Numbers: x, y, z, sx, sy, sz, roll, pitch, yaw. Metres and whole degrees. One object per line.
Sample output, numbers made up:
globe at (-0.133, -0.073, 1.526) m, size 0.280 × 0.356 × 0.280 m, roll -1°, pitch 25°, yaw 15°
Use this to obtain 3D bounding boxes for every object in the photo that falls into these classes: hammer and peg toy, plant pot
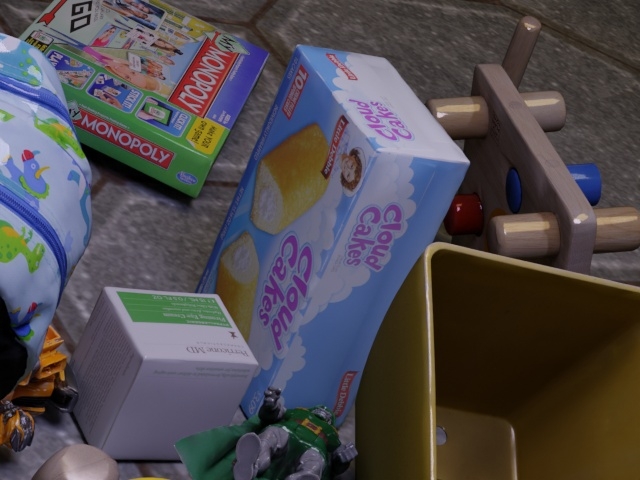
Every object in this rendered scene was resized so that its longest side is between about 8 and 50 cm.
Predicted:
hammer and peg toy at (0.150, -0.019, 1.687) m, size 0.127 × 0.266 × 0.361 m, roll -5°, pitch 36°, yaw -14°
plant pot at (0.129, 0.152, 1.402) m, size 0.212 × 0.187 × 0.212 m, roll 12°, pitch 60°, yaw -21°

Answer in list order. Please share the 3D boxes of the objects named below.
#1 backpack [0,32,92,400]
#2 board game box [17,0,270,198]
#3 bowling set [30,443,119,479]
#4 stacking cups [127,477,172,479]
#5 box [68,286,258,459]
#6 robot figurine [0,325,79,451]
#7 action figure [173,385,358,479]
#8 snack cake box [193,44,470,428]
backpack at (-0.321, -0.026, 1.197) m, size 0.356 × 0.290 × 0.273 m, roll 21°, pitch 52°, yaw 15°
board game box at (-0.176, -0.161, 1.877) m, size 0.213 × 0.046 × 0.317 m, roll 25°, pitch 24°, yaw -3°
bowling set at (-0.218, 0.249, 1.076) m, size 0.287 × 0.154 × 0.200 m, roll -8°, pitch 56°, yaw -32°
stacking cups at (-0.103, 0.272, 1.149) m, size 0.096 × 0.096 × 0.316 m, roll 17°, pitch 28°, yaw -14°
box at (-0.120, 0.099, 1.431) m, size 0.101 × 0.102 × 0.087 m, roll 6°, pitch 35°, yaw -34°
robot figurine at (-0.306, 0.047, 1.391) m, size 0.291 × 0.085 × 0.211 m, roll 37°, pitch 31°, yaw 22°
action figure at (-0.019, 0.153, 1.416) m, size 0.137 × 0.063 × 0.232 m, roll 35°, pitch 8°, yaw 3°
snack cake box at (0.000, 0.000, 1.524) m, size 0.089 × 0.264 × 0.152 m, roll 6°, pitch 33°, yaw -31°
